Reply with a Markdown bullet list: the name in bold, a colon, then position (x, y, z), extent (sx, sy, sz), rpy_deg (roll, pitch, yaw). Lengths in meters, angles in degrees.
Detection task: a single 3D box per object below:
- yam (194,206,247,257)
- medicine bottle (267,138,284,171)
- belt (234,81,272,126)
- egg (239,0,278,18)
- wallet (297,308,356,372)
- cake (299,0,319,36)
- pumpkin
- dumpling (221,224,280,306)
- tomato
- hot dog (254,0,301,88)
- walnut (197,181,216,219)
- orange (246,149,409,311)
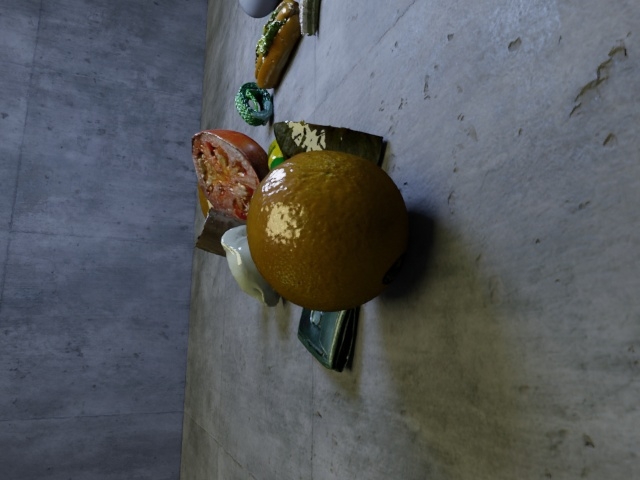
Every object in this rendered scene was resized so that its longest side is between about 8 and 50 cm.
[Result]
- **yam**: position (-0.254, -0.003, 1.482), extent (0.129, 0.238, 0.128), rpy_deg (-32, 42, 61)
- **medicine bottle**: position (-0.110, -0.212, 1.327), extent (0.261, 0.064, 0.095), rpy_deg (-104, 34, -62)
- **belt**: position (-0.217, -0.461, 1.627), extent (0.079, 0.121, 0.152), rpy_deg (-37, 63, 54)
- **egg**: position (-0.206, -0.865, 1.651), extent (0.199, 0.146, 0.146), rpy_deg (-68, 27, 21)
- **wallet**: position (0.006, 0.170, 1.047), extent (0.236, 0.055, 0.160), rpy_deg (-163, 86, -68)
- **cake**: position (-0.032, -0.613, 1.307), extent (0.055, 0.051, 0.140), rpy_deg (179, 96, -74)
- **pumpkin**: position (-0.017, -0.164, 1.015), extent (0.312, 0.169, 0.148), rpy_deg (-168, 86, -67)
- **dumpling**: position (-0.177, 0.070, 1.364), extent (0.132, 0.162, 0.250), rpy_deg (-29, 92, 42)
- **tomato**: position (-0.248, -0.210, 1.536), extent (0.338, 0.143, 0.339), rpy_deg (29, 140, 27)
- **hot dog**: position (-0.143, -0.611, 1.504), extent (0.337, 0.100, 0.135), rpy_deg (137, 134, -59)
- **walnut**: position (-0.337, -0.151, 1.749), extent (0.209, 0.208, 0.337), rpy_deg (131, 133, -55)
- **orange**: position (0.012, -0.013, 0.798), extent (0.274, 0.274, 0.275), rpy_deg (-175, 90, -67)
